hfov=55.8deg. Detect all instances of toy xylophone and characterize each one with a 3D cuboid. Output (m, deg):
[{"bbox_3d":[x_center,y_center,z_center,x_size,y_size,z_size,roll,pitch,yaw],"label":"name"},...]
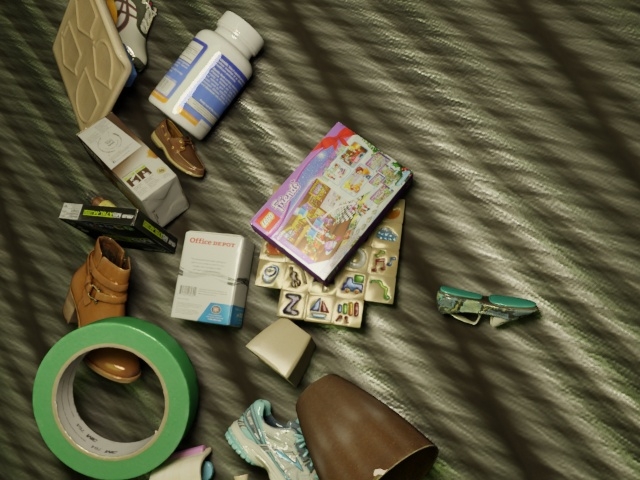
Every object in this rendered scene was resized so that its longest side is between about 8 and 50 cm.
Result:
[{"bbox_3d":[-0.231,0.578,1.203,0.236,0.081,0.323,-9,76,14],"label":"toy xylophone"}]

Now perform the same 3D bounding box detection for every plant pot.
[{"bbox_3d":[0.059,0.368,1.119,0.215,0.215,0.230,-46,56,2],"label":"plant pot"},{"bbox_3d":[-0.071,0.219,1.229,0.109,0.109,0.096,33,76,20],"label":"plant pot"}]

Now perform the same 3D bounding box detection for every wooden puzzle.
[{"bbox_3d":[-0.532,-0.432,1.437,0.348,0.080,0.322,-44,64,47],"label":"wooden puzzle"}]

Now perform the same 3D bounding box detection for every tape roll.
[{"bbox_3d":[-0.416,0.320,1.235,0.321,0.077,0.321,0,93,3],"label":"tape roll"}]

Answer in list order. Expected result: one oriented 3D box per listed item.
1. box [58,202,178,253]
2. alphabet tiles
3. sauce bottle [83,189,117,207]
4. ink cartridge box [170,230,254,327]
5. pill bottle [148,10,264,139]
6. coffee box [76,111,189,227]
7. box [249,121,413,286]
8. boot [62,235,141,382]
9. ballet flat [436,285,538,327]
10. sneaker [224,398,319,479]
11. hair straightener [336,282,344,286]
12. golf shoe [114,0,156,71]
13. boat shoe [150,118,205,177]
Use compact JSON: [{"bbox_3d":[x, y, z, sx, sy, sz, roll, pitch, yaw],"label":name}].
[{"bbox_3d":[-0.444,-0.026,1.342,0.190,0.184,0.045,6,70,16],"label":"box"},{"bbox_3d":[0.022,0.004,1.255,0.285,0.011,0.342,7,72,8],"label":"alphabet tiles"},{"bbox_3d":[-0.517,-0.078,1.450,0.128,0.042,0.042,38,90,19],"label":"sauce bottle"},{"bbox_3d":[-0.231,0.084,1.312,0.139,0.082,0.191,6,78,17],"label":"ink cartridge box"},{"bbox_3d":[-0.253,-0.380,1.383,0.152,0.152,0.272,38,89,20],"label":"pill bottle"},{"bbox_3d":[-0.424,-0.158,1.377,0.098,0.141,0.246,-41,70,-18],"label":"coffee box"},{"bbox_3d":[0.025,-0.079,1.247,0.201,0.057,0.293,37,78,16],"label":"box"},{"bbox_3d":[-0.449,0.148,1.320,0.283,0.109,0.220,47,116,31],"label":"boot"},{"bbox_3d":[0.317,0.133,1.163,0.188,0.070,0.070,9,81,19],"label":"ballet flat"},{"bbox_3d":[-0.053,0.419,1.176,0.283,0.110,0.122,32,85,20],"label":"sneaker"},{"bbox_3d":[0.000,0.000,1.280,0.089,0.047,0.230,-35,66,6],"label":"hair straightener"},{"bbox_3d":[-0.469,-0.554,1.511,0.120,0.105,0.273,-21,74,3],"label":"golf shoe"},{"bbox_3d":[-0.327,-0.216,1.407,0.178,0.064,0.060,46,114,22],"label":"boat shoe"}]
